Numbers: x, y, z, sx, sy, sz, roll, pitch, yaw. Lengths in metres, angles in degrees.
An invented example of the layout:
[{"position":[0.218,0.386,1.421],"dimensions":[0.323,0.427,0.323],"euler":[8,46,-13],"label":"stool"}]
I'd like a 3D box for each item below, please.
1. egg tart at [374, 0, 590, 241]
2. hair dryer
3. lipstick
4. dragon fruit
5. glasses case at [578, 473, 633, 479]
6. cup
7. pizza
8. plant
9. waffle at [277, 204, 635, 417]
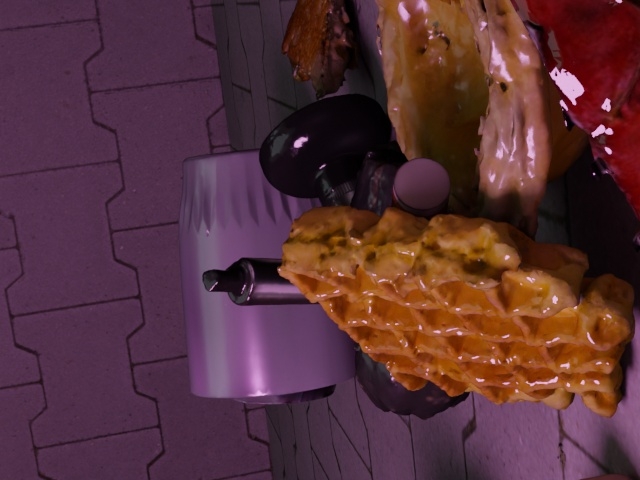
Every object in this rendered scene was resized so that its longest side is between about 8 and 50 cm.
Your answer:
[{"position":[0.115,-0.129,0.804],"dimensions":[0.288,0.118,0.288],"euler":[171,90,-80],"label":"egg tart"},{"position":[0.005,-0.022,1.230],"dimensions":[0.284,0.155,0.320],"euler":[28,-146,-49],"label":"hair dryer"},{"position":[0.067,-0.011,0.819],"dimensions":[0.131,0.038,0.038],"euler":[85,172,-67],"label":"lipstick"},{"position":[0.167,-0.117,0.528],"dimensions":[0.218,0.148,0.224],"euler":[22,-137,-65],"label":"dragon fruit"},{"position":[0.217,0.306,0.722],"dimensions":[0.336,0.076,0.144],"euler":[-113,18,-55],"label":"glasses case"},{"position":[-0.088,0.052,1.752],"dimensions":[0.253,0.253,0.372],"euler":[-174,76,-80],"label":"cup"},{"position":[0.010,-0.258,1.476],"dimensions":[0.226,0.069,0.147],"euler":[-130,54,-66],"label":"pizza"},{"position":[0.083,0.040,1.085],"dimensions":[0.164,0.141,0.256],"euler":[-130,36,-70],"label":"plant"},{"position":[0.118,0.056,0.793],"dimensions":[0.229,0.219,0.057],"euler":[43,-121,-41],"label":"waffle"}]
